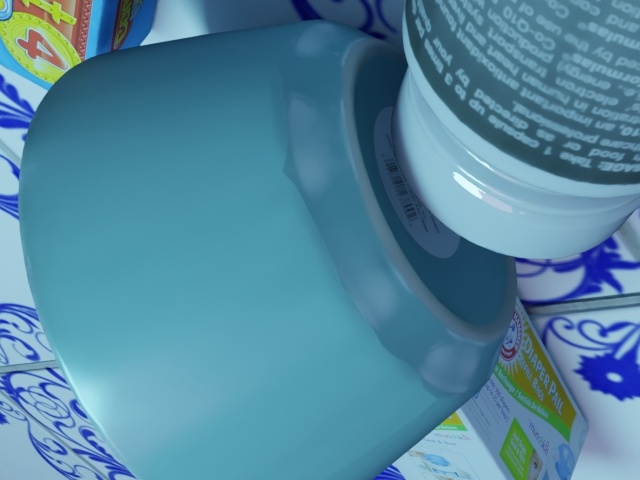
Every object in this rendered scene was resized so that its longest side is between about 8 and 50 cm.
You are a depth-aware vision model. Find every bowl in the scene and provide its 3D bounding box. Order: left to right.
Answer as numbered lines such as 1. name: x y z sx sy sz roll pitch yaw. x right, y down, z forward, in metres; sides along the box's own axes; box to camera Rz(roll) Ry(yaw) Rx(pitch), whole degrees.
1. bowl: 0.000 0.000 0.643 0.163 0.311 0.311 -23 123 29

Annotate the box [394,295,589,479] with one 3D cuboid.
1. box: 0.114 0.127 0.858 0.103 0.114 0.203 2 140 38

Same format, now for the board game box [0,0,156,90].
1. board game box: -0.225 -0.254 0.617 0.302 0.086 0.308 29 148 1

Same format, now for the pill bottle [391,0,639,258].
1. pill bottle: 0.125 -0.120 0.465 0.161 0.161 0.283 26 148 4

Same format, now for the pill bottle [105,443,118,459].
1. pill bottle: -0.134 0.189 1.138 0.187 0.112 0.112 -7 133 43
